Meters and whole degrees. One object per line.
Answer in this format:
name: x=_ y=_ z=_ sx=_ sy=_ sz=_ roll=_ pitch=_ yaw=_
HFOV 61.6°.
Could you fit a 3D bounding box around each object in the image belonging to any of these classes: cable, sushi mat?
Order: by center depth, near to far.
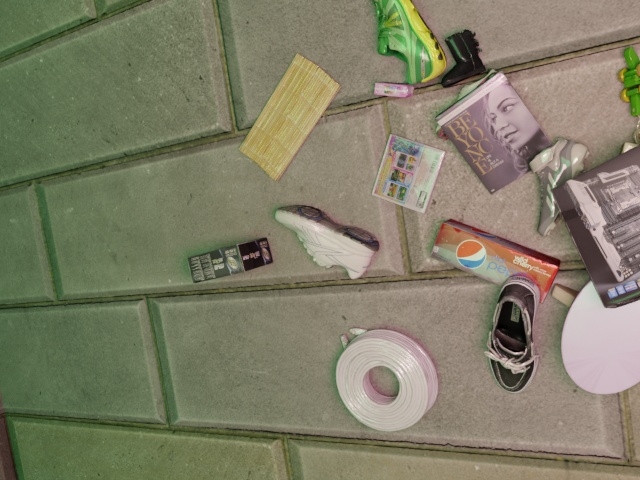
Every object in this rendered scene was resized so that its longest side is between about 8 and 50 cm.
cable: x=0.164 y=0.352 z=1.360 sx=0.257 sy=0.089 sz=0.257 roll=-6 pitch=95 yaw=27
sushi mat: x=-0.087 y=-0.323 z=1.424 sx=0.151 sy=0.019 sz=0.316 roll=43 pitch=113 yaw=16

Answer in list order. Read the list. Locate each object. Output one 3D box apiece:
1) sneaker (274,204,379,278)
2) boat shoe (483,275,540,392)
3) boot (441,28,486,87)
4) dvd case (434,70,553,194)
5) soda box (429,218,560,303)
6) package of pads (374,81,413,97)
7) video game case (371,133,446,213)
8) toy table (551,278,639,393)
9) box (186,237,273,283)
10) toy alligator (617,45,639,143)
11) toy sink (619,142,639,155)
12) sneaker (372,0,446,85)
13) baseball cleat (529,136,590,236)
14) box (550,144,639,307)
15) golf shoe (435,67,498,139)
sneaker: x=0.000 y=0.000 z=1.384 sx=0.297 sy=0.111 sz=0.129 roll=28 pitch=115 yaw=21
boat shoe: x=0.416 y=0.229 z=1.162 sx=0.113 sy=0.105 sz=0.306 roll=17 pitch=127 yaw=27
boot: x=0.301 y=-0.400 z=1.177 sx=0.121 sy=0.045 sz=0.099 roll=-26 pitch=96 yaw=-14
dvd case: x=0.379 y=-0.227 z=1.160 sx=0.165 sy=0.018 sz=0.221 roll=-34 pitch=105 yaw=27
soda box: x=0.389 y=0.040 z=1.204 sx=0.263 sy=0.083 sz=0.092 roll=24 pitch=108 yaw=21
package of pads: x=0.174 y=-0.357 z=1.271 sx=0.083 sy=0.050 sz=0.031 roll=12 pitch=111 yaw=24
video game case: x=0.211 y=-0.162 z=1.300 sx=0.143 sy=0.019 sz=0.157 roll=23 pitch=108 yaw=22
toy table: x=0.594 y=0.158 z=1.077 sx=0.252 sy=0.161 sz=0.274 roll=34 pitch=112 yaw=18
box: x=-0.249 y=0.055 z=1.490 sx=0.180 sy=0.147 sz=0.077 roll=-14 pitch=91 yaw=27
toy alligator: x=0.632 y=-0.286 z=1.055 sx=0.051 sy=0.056 sz=0.189 roll=-10 pitch=93 yaw=-14
toy sink: x=0.678 y=-0.090 z=1.014 sx=0.234 sy=0.131 sz=0.152 roll=17 pitch=105 yaw=23
sneaker: x=0.168 y=-0.487 z=1.222 sx=0.124 sy=0.109 sz=0.295 roll=-33 pitch=83 yaw=23
baseball cleat: x=0.485 y=-0.115 z=1.141 sx=0.110 sy=0.072 sz=0.205 roll=25 pitch=106 yaw=21
box: x=0.592 y=-0.049 z=0.912 sx=0.307 sy=0.077 sz=0.242 roll=-30 pitch=64 yaw=35
golf shoe: x=0.333 y=-0.301 z=1.201 sx=0.186 sy=0.067 sz=0.086 roll=-37 pitch=55 yaw=25
